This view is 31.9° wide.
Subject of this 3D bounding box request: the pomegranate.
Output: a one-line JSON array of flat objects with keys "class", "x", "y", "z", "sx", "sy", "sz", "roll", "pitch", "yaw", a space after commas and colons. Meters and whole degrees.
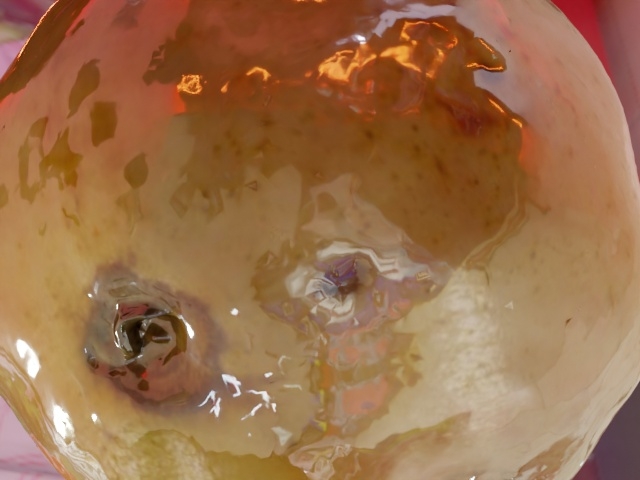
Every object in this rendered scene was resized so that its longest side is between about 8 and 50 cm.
[{"class": "pomegranate", "x": 0.000, "y": 0.000, "z": 0.675, "sx": 0.411, "sy": 0.411, "sz": 0.411, "roll": -165, "pitch": 90, "yaw": -73}]
